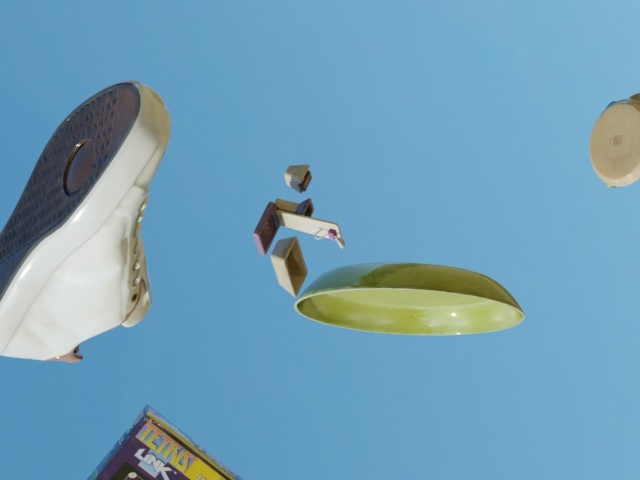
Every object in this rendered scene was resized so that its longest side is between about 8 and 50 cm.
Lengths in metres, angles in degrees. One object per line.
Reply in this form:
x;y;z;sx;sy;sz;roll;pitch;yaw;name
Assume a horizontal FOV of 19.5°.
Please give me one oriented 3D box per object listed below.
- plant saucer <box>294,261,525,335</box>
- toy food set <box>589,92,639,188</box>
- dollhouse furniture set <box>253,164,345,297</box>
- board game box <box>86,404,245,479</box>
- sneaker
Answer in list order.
0.093;0.059;1.946;0.241;0.241;0.037;22;-113;-52;plant saucer
0.275;-0.089;1.688;0.020;0.082;0.083;8;-110;-39;toy food set
0.000;0.000;1.779;0.114;0.081;0.091;74;-144;-53;dollhouse furniture set
-0.115;0.237;1.472;0.170;0.141;0.048;39;179;-7;board game box
-0.165;-0.009;1.430;0.123;0.290;0.106;16;-135;-27;sneaker
